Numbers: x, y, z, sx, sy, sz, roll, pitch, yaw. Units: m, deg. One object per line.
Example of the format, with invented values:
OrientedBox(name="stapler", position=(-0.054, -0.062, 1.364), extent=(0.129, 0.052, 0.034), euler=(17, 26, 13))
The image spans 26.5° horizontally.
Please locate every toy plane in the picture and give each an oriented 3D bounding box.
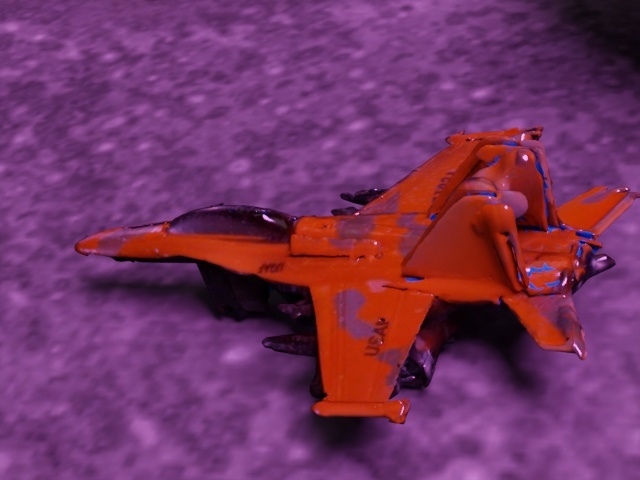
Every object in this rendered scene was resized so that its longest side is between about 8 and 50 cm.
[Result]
OrientedBox(name="toy plane", position=(0.004, 0.009, 0.433), extent=(0.188, 0.062, 0.135), euler=(-9, 34, 33))
